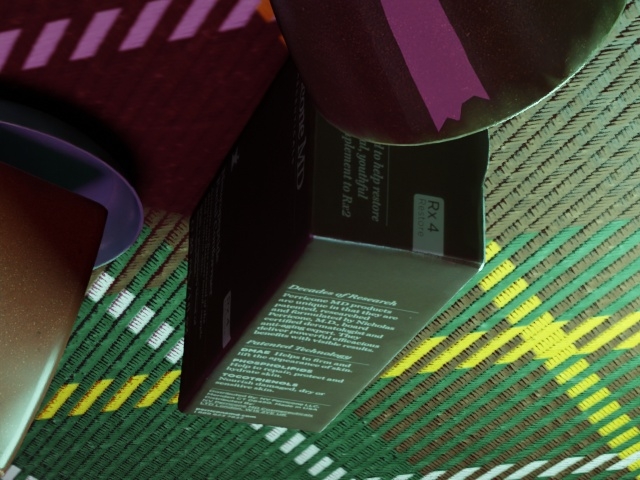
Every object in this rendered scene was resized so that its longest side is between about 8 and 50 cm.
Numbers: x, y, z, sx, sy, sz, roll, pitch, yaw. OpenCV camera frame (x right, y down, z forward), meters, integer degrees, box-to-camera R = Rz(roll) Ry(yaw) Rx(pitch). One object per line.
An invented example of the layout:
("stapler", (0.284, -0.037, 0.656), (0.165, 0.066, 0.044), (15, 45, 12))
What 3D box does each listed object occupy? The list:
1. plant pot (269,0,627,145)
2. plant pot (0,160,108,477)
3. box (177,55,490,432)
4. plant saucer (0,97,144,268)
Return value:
("plant pot", (0.038, -0.208, 1.084), (0.215, 0.215, 0.230), (-11, 137, 25))
("plant pot", (-0.358, 0.075, 1.541), (0.267, 0.236, 0.267), (24, 147, -38))
("box", (0.000, 0.000, 1.505), (0.143, 0.191, 0.381), (10, 153, -16))
("plant saucer", (-0.304, -0.047, 1.602), (0.317, 0.044, 0.317), (2, 155, 1))
